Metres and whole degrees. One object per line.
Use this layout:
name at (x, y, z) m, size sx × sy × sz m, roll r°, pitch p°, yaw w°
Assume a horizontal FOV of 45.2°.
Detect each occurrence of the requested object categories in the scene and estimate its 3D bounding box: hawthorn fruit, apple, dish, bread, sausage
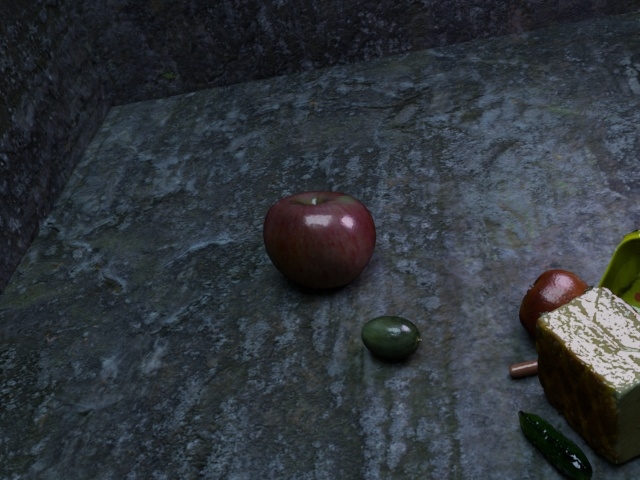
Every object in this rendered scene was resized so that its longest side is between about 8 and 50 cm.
hawthorn fruit at (0.614, 0.184, 1.920) m, size 0.225 × 0.196 × 0.196 m, roll 34°, pitch 57°, yaw 18°
apple at (0.000, 0.000, 2.318) m, size 0.345 × 0.269 × 0.345 m, roll -7°, pitch 19°, yaw 2°
dish at (0.817, 0.115, 1.901) m, size 0.221 × 0.262 × 0.108 m, roll 18°, pitch 8°, yaw 35°
bread at (0.627, 0.295, 1.679) m, size 0.207 × 0.279 × 0.279 m, roll -24°, pitch 41°, yaw -12°
sausage at (0.505, 0.316, 1.891) m, size 0.083 × 0.034 × 0.034 m, roll -13°, pitch 37°, yaw 6°

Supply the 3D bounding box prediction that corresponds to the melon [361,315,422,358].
melon at (0.190, 0.254, 2.027) m, size 0.167 × 0.114 × 0.114 m, roll 1°, pitch 41°, yaw 27°

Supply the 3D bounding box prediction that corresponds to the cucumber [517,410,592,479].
cucumber at (0.514, 0.449, 1.700) m, size 0.069 × 0.069 × 0.227 m, roll -28°, pitch 34°, yaw -14°
